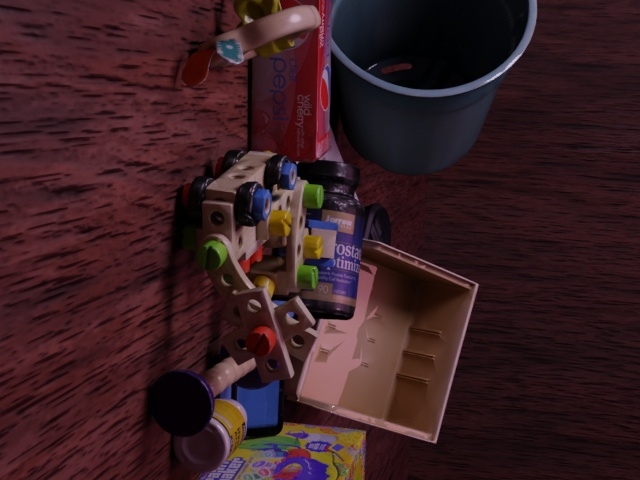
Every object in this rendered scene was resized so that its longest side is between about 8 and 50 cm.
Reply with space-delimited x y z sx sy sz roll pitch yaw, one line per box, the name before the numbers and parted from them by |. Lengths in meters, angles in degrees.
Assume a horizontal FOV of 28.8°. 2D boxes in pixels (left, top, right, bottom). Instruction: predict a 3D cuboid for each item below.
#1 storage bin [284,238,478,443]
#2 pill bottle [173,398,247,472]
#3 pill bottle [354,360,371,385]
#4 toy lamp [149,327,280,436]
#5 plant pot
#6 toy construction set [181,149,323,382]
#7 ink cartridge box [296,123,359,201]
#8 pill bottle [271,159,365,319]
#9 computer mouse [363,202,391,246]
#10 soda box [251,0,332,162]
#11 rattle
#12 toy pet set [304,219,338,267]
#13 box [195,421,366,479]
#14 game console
storage bin | 0.088 0.151 1.929 0.260 0.123 0.262 23 80 -41
pill bottle | -0.120 0.216 1.412 0.116 0.065 0.065 -36 130 -76
pill bottle | 0.046 0.131 2.062 0.121 0.121 0.216 43 56 -76
toy lamp | -0.105 0.149 1.392 0.274 0.080 0.080 -24 119 -70
plant pot | 0.160 -0.294 2.046 0.334 0.341 0.341 90 9 -65
toy construction set | -0.074 0.017 1.400 0.328 0.151 0.215 -87 178 -69
ink cartridge box | -0.004 -0.080 1.988 0.232 0.066 0.189 63 26 -29
pill bottle | 0.000 0.000 1.794 0.123 0.122 0.219 40 55 -77
computer mouse | 0.059 0.038 2.267 0.272 0.072 0.188 -67 146 -43
soda box | -0.037 -0.235 1.579 0.083 0.092 0.263 -55 148 -70
rattle | -0.096 -0.252 1.340 0.199 0.130 0.143 -24 110 -48
toy pet set | -0.033 -0.009 1.695 0.065 0.114 0.122 172 -75 -85
box | -0.056 0.405 1.539 0.290 0.177 0.279 -48 140 -73
game console | -0.090 0.196 1.543 0.107 0.071 0.122 -43 136 -75
